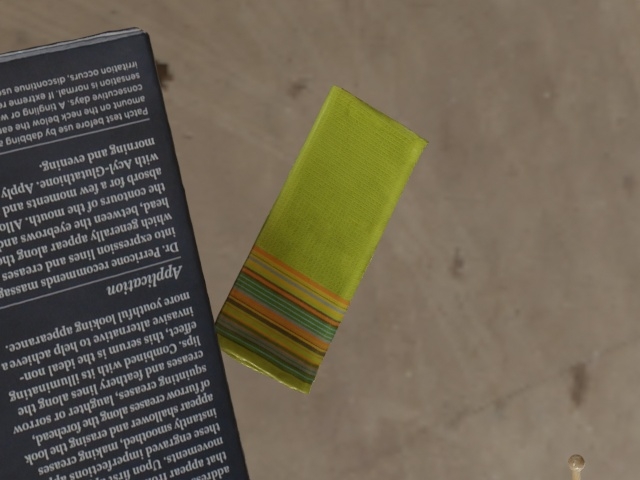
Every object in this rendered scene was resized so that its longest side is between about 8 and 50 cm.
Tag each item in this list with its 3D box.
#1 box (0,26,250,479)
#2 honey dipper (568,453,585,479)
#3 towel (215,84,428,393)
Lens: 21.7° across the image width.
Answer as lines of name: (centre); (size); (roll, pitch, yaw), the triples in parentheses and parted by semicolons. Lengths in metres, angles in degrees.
box: (-0.242, 0.056, 1.315); (0.212, 0.293, 0.395); (-16, 98, -30)
honey dipper: (0.279, 0.278, 1.817); (0.030, 0.030, 0.161); (-53, 154, -30)
towel: (0.000, 0.000, 1.360); (0.102, 0.021, 0.237); (30, 81, -26)
